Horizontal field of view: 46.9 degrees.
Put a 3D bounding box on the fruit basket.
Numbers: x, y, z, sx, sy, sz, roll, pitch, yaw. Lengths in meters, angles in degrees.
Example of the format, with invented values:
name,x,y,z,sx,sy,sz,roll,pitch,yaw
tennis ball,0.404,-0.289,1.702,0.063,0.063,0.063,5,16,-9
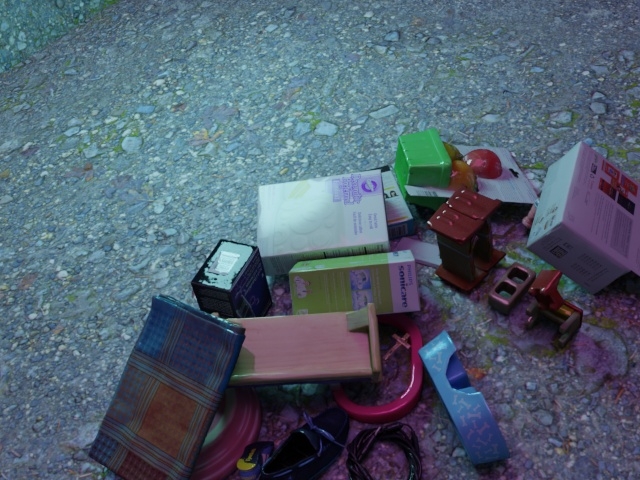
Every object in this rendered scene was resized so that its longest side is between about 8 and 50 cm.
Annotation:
name,x,y,z,sx,sy,sz,roll,pitch,yaw
fruit basket,0.384,-0.179,2.016,0.353,0.165,0.327,7,32,-10

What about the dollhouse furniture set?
name,x,y,z,sx,sy,sz,roll,pitch,yaw
dollhouse furniture set,0.437,0.051,1.692,0.374,0.201,0.152,31,63,34

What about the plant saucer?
name,x,y,z,sx,sy,sz,roll,pitch,yaw
plant saucer,-0.295,0.380,1.596,0.332,0.084,0.332,-5,44,5

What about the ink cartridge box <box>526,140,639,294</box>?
name,x,y,z,sx,sy,sz,roll,pitch,yaw
ink cartridge box,0.666,-0.040,1.776,0.272,0.130,0.309,34,50,-6

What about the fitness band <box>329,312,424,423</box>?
name,x,y,z,sx,sy,sz,roll,pitch,yaw
fitness band,0.126,0.271,1.648,0.209,0.054,0.291,-2,45,9

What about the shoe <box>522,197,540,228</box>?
name,x,y,z,sx,sy,sz,roll,pitch,yaw
shoe,0.599,-0.067,1.904,0.178,0.081,0.063,-1,48,-34

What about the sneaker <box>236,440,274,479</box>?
name,x,y,z,sx,sy,sz,roll,pitch,yaw
sneaker,-0.130,0.451,1.494,0.053,0.059,0.144,-9,8,17

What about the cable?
name,x,y,z,sx,sy,sz,roll,pitch,yaw
cable,0.125,0.446,1.468,0.150,0.047,0.184,-6,44,6

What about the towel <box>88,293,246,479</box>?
name,x,y,z,sx,sy,sz,roll,pitch,yaw
towel,-0.312,0.310,1.488,0.271,0.040,0.370,16,80,36

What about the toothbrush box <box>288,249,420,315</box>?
name,x,y,z,sx,sy,sz,roll,pitch,yaw
toothbrush box,0.081,0.102,1.716,0.283,0.122,0.206,-7,5,4

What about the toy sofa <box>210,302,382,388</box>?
name,x,y,z,sx,sy,sz,roll,pitch,yaw
toy sofa,-0.052,0.239,1.576,0.362,0.177,0.150,-3,66,-1

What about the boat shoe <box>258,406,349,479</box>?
name,x,y,z,sx,sy,sz,roll,pitch,yaw
boat shoe,-0.022,0.417,1.480,0.109,0.089,0.258,14,38,28

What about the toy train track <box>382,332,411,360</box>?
name,x,y,z,sx,sy,sz,roll,pitch,yaw
toy train track,0.168,0.237,1.635,0.048,0.014,0.083,37,64,27

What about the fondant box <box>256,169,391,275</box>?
name,x,y,z,sx,sy,sz,roll,pitch,yaw
fondant box,0.006,-0.046,1.897,0.330,0.096,0.238,-7,53,6

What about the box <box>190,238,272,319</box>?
name,x,y,z,sx,sy,sz,roll,pitch,yaw
box,-0.206,0.126,1.755,0.108,0.207,0.153,11,48,21

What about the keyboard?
name,x,y,z,sx,sy,sz,roll,pitch,yaw
keyboard,0.312,0.045,1.881,0.256,0.014,0.072,16,44,25

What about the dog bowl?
name,x,y,z,sx,sy,sz,roll,pitch,yaw
dog bowl,0.282,0.320,1.494,0.074,0.166,0.297,-25,44,1

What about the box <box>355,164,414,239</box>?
name,x,y,z,sx,sy,sz,roll,pitch,yaw
box,0.174,-0.104,2.028,0.100,0.060,0.244,-14,43,-3
